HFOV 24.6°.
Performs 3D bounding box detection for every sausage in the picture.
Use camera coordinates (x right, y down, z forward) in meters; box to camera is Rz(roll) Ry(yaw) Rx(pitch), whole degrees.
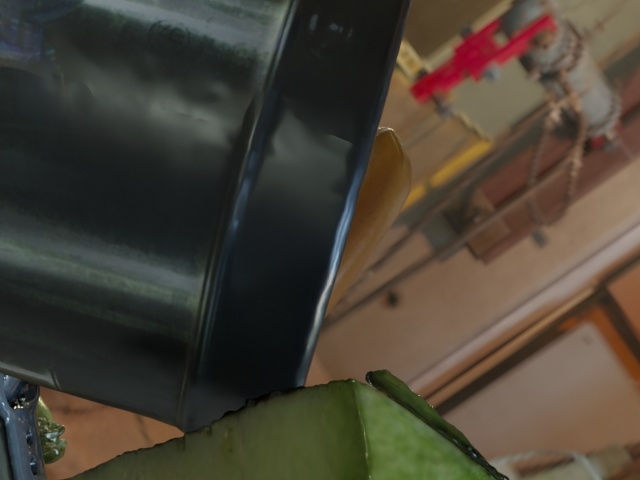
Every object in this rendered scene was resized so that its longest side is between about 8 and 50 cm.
[{"bbox_3d":[0.000,0.001,1.449,0.105,0.274,0.105,30,-26,16],"label":"sausage"}]

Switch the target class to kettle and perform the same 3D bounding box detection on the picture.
[{"bbox_3d":[-0.131,-0.100,0.624,0.324,0.321,0.228,15,-18,0],"label":"kettle"}]

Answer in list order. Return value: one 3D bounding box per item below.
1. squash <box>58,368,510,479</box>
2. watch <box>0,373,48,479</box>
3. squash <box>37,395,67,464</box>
[{"bbox_3d":[0.005,0.145,0.481,0.184,0.192,0.085,44,50,-17],"label":"squash"},{"bbox_3d":[-0.113,0.132,0.898,0.206,0.193,0.068,44,7,6],"label":"watch"},{"bbox_3d":[-0.264,0.124,1.175,0.224,0.094,0.094,29,-10,46],"label":"squash"}]
